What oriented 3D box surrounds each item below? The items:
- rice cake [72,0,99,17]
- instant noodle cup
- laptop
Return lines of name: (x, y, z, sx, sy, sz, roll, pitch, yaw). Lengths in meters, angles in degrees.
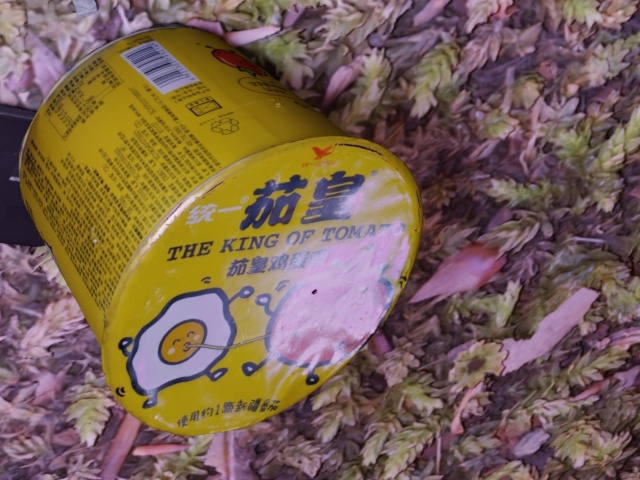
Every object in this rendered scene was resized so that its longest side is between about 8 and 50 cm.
rice cake: (-0.217, -0.242, 1.726, 0.022, 0.021, 0.121, -17, 136, -2)
instant noodle cup: (-0.108, -0.025, 1.789, 0.325, 0.254, 0.325, -24, 139, -23)
laptop: (-0.314, -0.060, 1.829, 0.207, 0.026, 0.154, 10, 122, -36)
